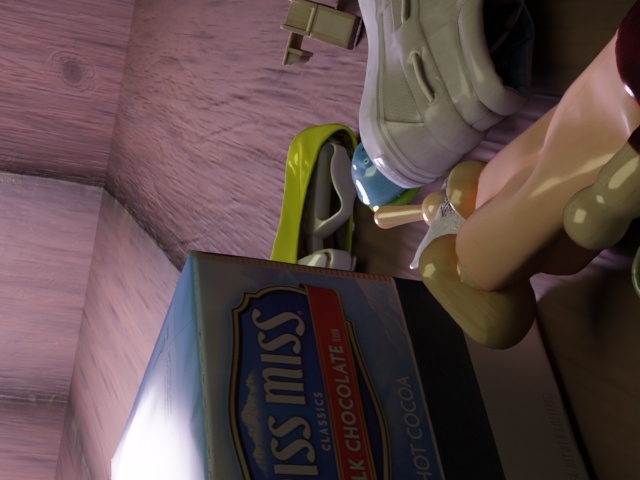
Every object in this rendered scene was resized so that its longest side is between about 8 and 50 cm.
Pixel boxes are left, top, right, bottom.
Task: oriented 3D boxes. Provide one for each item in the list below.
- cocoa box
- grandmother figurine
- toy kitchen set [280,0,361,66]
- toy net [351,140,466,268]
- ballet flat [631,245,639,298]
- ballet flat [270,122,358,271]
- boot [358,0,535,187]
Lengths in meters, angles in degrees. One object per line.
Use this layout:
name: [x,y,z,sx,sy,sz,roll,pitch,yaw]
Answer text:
cocoa box: [0.013,0.213,0.647,0.347,0.228,0.231,-100,26,-43]
grandmother figurine: [0.169,-0.082,0.535,0.342,0.104,0.207,131,157,-54]
toy kitchen set: [0.006,-0.197,1.146,0.083,0.075,0.068,-15,-56,-67]
toy net: [0.091,-0.044,0.831,0.122,0.045,0.232,-47,30,8]
ballet flat: [0.200,-0.008,0.451,0.213,0.068,0.072,138,138,-61]
ballet flat: [0.000,0.000,1.026,0.077,0.077,0.231,-19,61,51]
boot: [0.096,-0.162,0.815,0.123,0.095,0.258,-33,43,37]
